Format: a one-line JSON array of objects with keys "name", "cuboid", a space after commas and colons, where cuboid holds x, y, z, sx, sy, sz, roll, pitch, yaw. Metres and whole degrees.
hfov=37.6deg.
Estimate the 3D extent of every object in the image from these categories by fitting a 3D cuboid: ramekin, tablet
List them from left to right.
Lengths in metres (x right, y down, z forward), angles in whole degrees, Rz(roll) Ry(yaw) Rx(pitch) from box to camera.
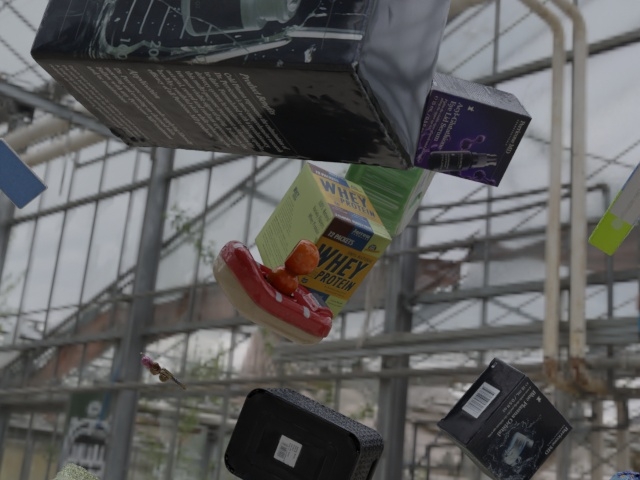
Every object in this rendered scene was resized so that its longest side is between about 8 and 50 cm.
[{"name": "tablet", "cuboid": [-0.385, -0.083, 1.170, 0.054, 0.006, 0.083, -33, -71, 21]}, {"name": "ramekin", "cuboid": [0.168, -0.157, 2.121, 0.148, 0.303, 0.303, 28, -14, 9]}]

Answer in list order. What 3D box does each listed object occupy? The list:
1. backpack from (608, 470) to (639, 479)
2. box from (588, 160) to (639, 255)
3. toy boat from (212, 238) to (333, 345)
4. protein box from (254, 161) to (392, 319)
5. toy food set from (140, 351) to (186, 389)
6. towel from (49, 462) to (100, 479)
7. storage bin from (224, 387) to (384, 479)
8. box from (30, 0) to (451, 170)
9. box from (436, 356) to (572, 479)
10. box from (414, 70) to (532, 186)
[{"name": "backpack", "cuboid": [0.490, 0.456, 1.468, 0.117, 0.158, 0.173, 35, 9, 7]}, {"name": "box", "cuboid": [0.435, -0.072, 1.274, 0.042, 0.178, 0.109, 35, 27, 16]}, {"name": "toy boat", "cuboid": [-0.060, 0.062, 1.543, 0.231, 0.151, 0.151, 30, 11, -34]}, {"name": "protein box", "cuboid": [0.000, 0.000, 1.787, 0.136, 0.199, 0.201, 21, -64, -30]}, {"name": "toy food set", "cuboid": [-0.312, 0.253, 1.814, 0.078, 0.019, 0.122, 50, -19, -28]}, {"name": "towel", "cuboid": [-0.274, 0.336, 1.167, 0.148, 0.027, 0.110, 35, 8, 2]}, {"name": "storage bin", "cuboid": [-0.023, 0.281, 1.251, 0.180, 0.122, 0.084, 22, 1, 26]}, {"name": "box", "cuboid": [-0.073, -0.383, 1.327, 0.472, 0.479, 0.297, 7, -18, 21]}, {"name": "box", "cuboid": [0.309, 0.310, 1.568, 0.158, 0.156, 0.093, 46, -9, -28]}, {"name": "box", "cuboid": [0.251, -0.205, 1.707, 0.207, 0.108, 0.153, 12, -60, -16]}]
